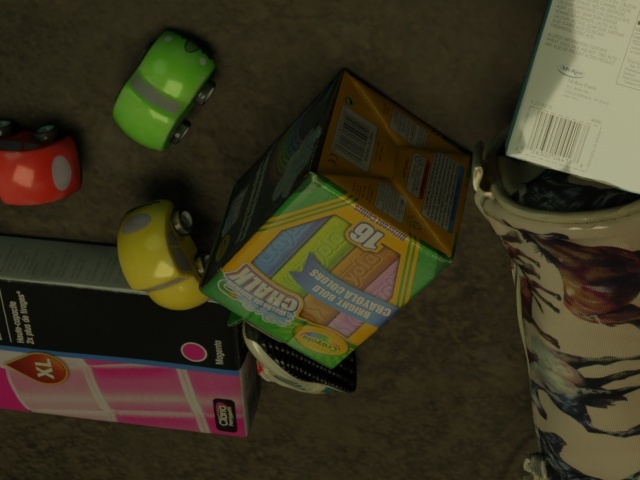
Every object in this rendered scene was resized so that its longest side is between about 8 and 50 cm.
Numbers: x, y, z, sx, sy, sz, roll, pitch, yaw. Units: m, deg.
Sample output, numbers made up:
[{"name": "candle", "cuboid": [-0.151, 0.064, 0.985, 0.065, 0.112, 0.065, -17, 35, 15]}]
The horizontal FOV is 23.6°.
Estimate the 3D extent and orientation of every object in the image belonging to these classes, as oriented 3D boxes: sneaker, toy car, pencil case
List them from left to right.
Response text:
[{"name": "toy car", "cuboid": [-0.156, -0.067, 1.206, 0.239, 0.053, 0.225, 34, 124, 0]}, {"name": "sneaker", "cuboid": [-0.035, 0.103, 1.325, 0.075, 0.057, 0.161, -11, 158, 29]}, {"name": "pencil case", "cuboid": [0.225, 0.075, 1.193, 0.184, 0.160, 0.410, -16, 130, 2]}]

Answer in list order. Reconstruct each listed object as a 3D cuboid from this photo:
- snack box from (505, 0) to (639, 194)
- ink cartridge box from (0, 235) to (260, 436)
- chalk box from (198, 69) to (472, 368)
[{"name": "snack box", "cuboid": [0.296, -0.101, 0.956, 0.322, 0.060, 0.187, 17, 111, 5]}, {"name": "ink cartridge box", "cuboid": [-0.243, 0.079, 1.383, 0.371, 0.069, 0.175, 7, 133, 11]}, {"name": "chalk box", "cuboid": [0.000, 0.000, 1.199, 0.132, 0.132, 0.213, 31, 133, -15]}]
